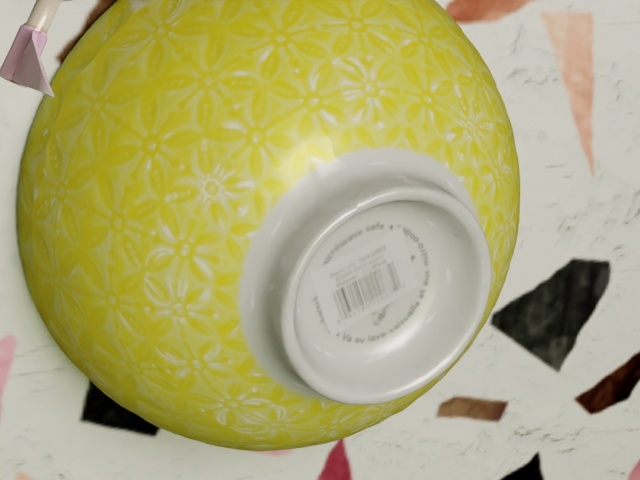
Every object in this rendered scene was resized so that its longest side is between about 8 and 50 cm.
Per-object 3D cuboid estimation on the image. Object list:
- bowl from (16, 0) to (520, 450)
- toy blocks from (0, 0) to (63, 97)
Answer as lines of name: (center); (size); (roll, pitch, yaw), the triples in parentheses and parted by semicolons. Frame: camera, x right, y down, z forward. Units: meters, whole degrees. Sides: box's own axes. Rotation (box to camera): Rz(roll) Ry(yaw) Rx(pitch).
bowl: (0.000, 0.000, 0.743); (0.289, 0.156, 0.289); (-11, 116, -23)
toy blocks: (-0.109, -0.205, 0.514); (0.309, 0.288, 0.260); (25, 93, -37)
